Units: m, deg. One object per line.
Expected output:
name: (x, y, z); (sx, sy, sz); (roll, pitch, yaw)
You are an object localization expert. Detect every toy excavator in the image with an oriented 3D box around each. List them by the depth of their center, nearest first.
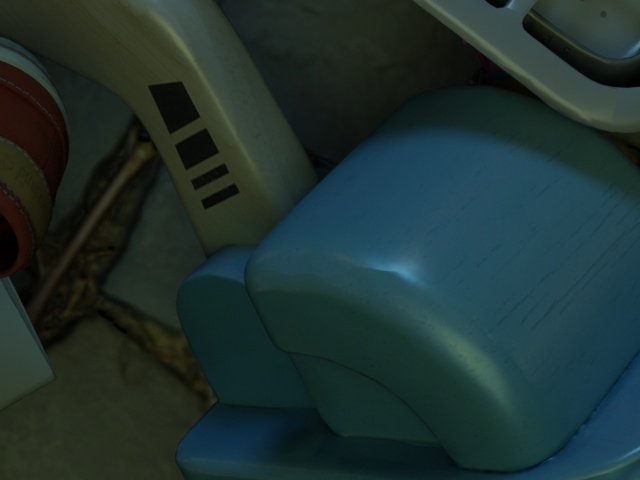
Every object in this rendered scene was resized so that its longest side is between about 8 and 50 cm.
toy excavator: (0.000, 0.000, 0.776); (0.433, 0.222, 0.445); (-1, 122, 43)

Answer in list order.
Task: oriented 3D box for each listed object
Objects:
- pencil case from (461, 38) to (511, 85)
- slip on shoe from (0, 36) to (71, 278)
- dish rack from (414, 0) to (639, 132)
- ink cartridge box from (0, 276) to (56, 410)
pencil case: (0.182, -0.131, 0.831); (0.236, 0.104, 0.104); (-5, 105, 1)
slip on shoe: (-0.260, 0.012, 0.679); (0.331, 0.101, 0.123); (-18, 128, 3)
dish rack: (0.120, -0.235, 0.757); (0.285, 0.072, 0.333); (37, 79, 1)
ink cartridge box: (-0.251, 0.086, 0.811); (0.208, 0.153, 0.087); (-30, 94, -25)
